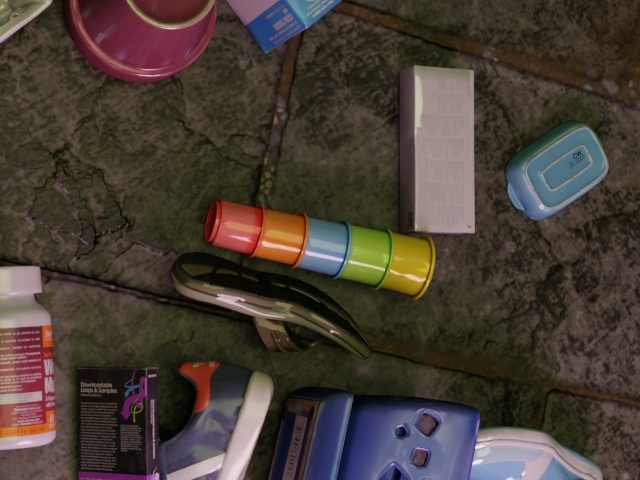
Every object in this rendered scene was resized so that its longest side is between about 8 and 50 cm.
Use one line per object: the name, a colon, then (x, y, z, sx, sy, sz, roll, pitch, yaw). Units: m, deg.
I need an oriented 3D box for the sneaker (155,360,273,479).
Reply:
sneaker: (-0.180, 0.321, 1.672, 0.148, 0.131, 0.350, 19, 85, 1)

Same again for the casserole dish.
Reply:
casserole dish: (0.367, -0.109, 1.949, 0.188, 0.037, 0.114, -33, 99, -21)

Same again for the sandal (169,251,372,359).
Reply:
sandal: (-0.070, 0.100, 1.738, 0.303, 0.120, 0.086, 20, 107, -18)

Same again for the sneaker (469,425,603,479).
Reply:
sneaker: (0.297, 0.384, 1.772, 0.319, 0.127, 0.208, 25, 52, -38)

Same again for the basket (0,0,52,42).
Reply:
basket: (-0.436, -0.326, 1.609, 0.113, 0.103, 0.167, -42, 101, -18)

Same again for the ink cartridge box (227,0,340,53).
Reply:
ink cartridge box: (-0.058, -0.408, 1.728, 0.171, 0.168, 0.232, -41, 101, -18)

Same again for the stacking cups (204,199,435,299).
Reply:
stacking cups: (0.000, 0.000, 1.769, 0.316, 0.096, 0.096, 15, 81, -19)

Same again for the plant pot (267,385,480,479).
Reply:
plant pot: (0.055, 0.309, 1.700, 0.212, 0.236, 0.236, 15, 82, -14)

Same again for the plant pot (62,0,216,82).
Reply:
plant pot: (-0.218, -0.317, 1.653, 0.201, 0.180, 0.201, 2, 85, -21)

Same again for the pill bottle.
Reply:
pill bottle: (-0.393, 0.144, 1.587, 0.121, 0.121, 0.221, -2, 87, -22)

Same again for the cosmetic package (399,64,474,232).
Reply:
cosmetic package: (0.168, -0.129, 1.858, 0.099, 0.060, 0.239, 2, 86, -20)

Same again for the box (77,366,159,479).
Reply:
box: (-0.259, 0.243, 1.643, 0.029, 0.116, 0.162, 1, 87, -60)
